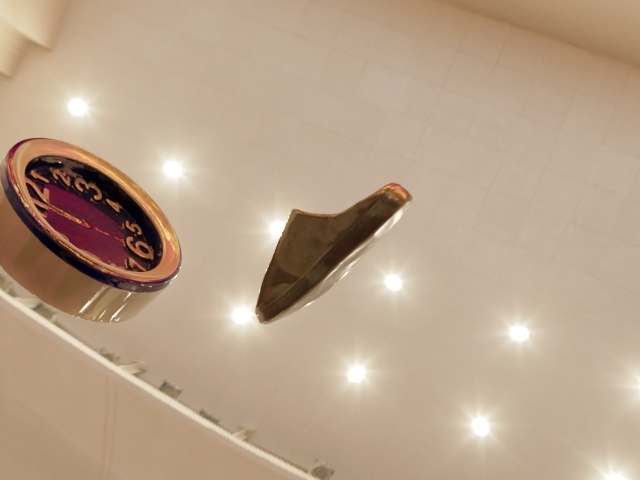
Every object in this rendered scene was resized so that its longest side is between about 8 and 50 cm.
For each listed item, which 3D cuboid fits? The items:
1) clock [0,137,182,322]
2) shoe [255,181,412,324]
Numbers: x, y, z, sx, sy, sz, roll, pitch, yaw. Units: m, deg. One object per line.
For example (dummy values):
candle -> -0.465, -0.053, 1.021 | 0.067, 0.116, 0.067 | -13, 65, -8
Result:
clock -> -0.273, -0.013, 0.829 | 0.083, 0.230, 0.230 | -45, -101, 20
shoe -> 0.000, 0.000, 0.704 | 0.195, 0.079, 0.078 | -40, -102, 17
